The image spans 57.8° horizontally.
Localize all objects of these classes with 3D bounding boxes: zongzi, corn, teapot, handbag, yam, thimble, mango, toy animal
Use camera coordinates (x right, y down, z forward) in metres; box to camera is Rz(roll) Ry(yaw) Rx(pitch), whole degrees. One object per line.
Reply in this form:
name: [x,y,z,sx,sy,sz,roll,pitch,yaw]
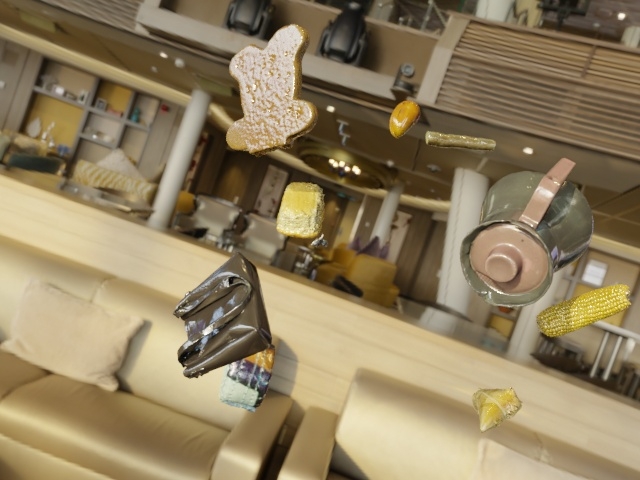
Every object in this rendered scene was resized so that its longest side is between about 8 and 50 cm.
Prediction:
zongzi: [0.553,0.575,1.949,0.099,0.197,0.194,58,-25,0]
corn: [0.817,0.219,1.802,0.293,0.106,0.106,-27,-25,29]
teapot: [0.545,-0.030,1.516,0.305,0.376,0.361,31,39,18]
handbag: [-0.260,0.193,1.482,0.113,0.257,0.285,48,15,-44]
yam: [0.551,-0.391,2.290,0.274,0.061,0.061,5,2,-3]
thimble: [-0.244,0.438,1.915,0.150,0.237,0.237,18,2,-9]
mango: [0.249,-0.365,1.734,0.077,0.127,0.063,31,-12,13]
toy animal: [-0.001,0.000,2.076,0.028,0.050,0.084,0,-3,40]

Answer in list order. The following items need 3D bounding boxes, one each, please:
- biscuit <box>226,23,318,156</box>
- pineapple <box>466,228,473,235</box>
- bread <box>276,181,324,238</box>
biscuit: [-0.168,-0.481,1.931,0.368,0.394,0.076,-14,-12,35]
pineapple: [0.575,0.042,1.855,0.233,0.135,0.079,63,-17,-6]
bread: [-0.071,-0.114,2.161,0.174,0.246,0.121,0,-46,7]
